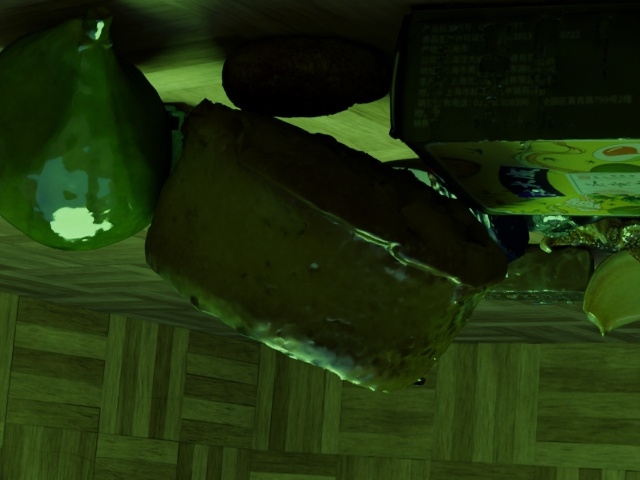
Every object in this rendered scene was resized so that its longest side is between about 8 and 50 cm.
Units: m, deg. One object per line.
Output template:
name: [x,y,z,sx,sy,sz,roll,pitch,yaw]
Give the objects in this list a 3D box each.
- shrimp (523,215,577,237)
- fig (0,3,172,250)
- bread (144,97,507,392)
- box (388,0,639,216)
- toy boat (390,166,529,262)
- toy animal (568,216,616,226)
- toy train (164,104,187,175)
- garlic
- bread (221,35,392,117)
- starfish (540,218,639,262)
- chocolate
shrimp: [0.319,-0.043,1.993,0.079,0.090,0.233,-38,-158,-27]
fig: [-0.259,-0.142,1.529,0.233,0.314,0.233,2,-145,-1]
bread: [0.000,0.000,1.520,0.398,0.215,0.398,26,-174,-3]
box: [0.318,-0.117,1.452,0.420,0.138,0.373,2,171,19]
toy boat: [0.143,-0.065,2.014,0.318,0.072,0.219,26,158,21]
toy animal: [0.323,-0.075,1.820,0.225,0.094,0.121,10,168,-27]
toy train: [-0.285,-0.094,1.877,0.330,0.138,0.178,1,174,21]
garlic: [0.561,0.083,2.433,0.245,0.164,0.145,-6,150,22]
bread: [-0.016,-0.167,1.541,0.193,0.064,0.193,1,171,0]
starfish: [0.458,-0.005,2.268,0.238,0.071,0.216,-6,164,1]
chocolate: [0.374,0.060,2.575,0.214,0.093,0.148,2,169,9]
